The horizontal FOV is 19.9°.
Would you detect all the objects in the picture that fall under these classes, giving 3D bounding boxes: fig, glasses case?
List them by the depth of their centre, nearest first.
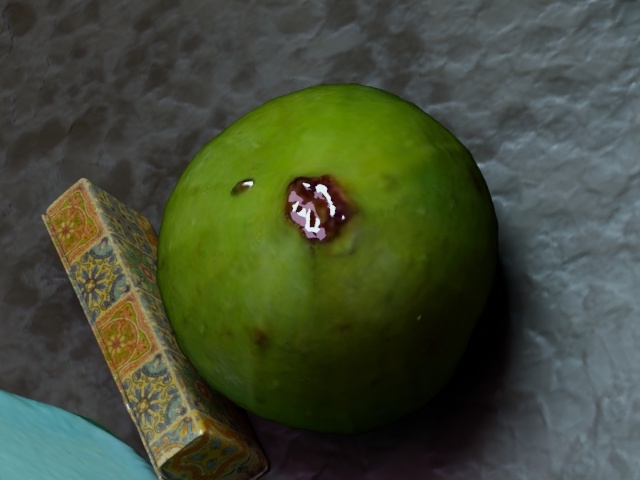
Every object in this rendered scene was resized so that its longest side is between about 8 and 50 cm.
[{"bbox_3d":[0.000,0.000,1.017,0.203,0.225,0.203,-2,74,7],"label":"fig"},{"bbox_3d":[-0.109,0.062,1.142,0.049,0.075,0.218,-39,52,12],"label":"glasses case"}]

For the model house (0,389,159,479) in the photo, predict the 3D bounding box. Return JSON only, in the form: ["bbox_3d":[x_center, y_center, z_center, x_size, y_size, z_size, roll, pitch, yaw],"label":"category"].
[{"bbox_3d":[-0.191,0.242,1.023,0.280,0.230,0.248,35,97,42],"label":"model house"}]
